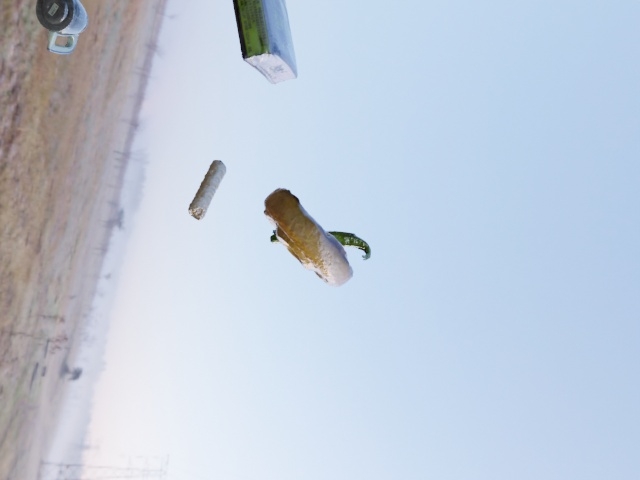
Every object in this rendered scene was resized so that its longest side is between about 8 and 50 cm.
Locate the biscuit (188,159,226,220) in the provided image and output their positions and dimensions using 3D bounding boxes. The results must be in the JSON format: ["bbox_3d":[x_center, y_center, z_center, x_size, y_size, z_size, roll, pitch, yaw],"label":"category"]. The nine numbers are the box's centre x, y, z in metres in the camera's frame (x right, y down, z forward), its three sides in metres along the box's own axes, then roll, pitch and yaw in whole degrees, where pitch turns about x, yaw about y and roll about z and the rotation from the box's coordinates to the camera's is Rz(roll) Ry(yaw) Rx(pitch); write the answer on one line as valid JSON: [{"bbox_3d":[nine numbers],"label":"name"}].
[{"bbox_3d":[-0.342,-0.160,1.629,0.055,0.061,0.219,-12,-136,35],"label":"biscuit"}]

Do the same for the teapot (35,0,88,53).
[{"bbox_3d":[-0.652,-0.565,1.375,0.108,0.111,0.149,-28,108,-77],"label":"teapot"}]

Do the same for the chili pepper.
[{"bbox_3d":[0.001,0.000,1.819,0.085,0.359,0.076,-53,146,-55],"label":"chili pepper"}]

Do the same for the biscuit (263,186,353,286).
[{"bbox_3d":[-0.036,-0.001,1.317,0.102,0.296,0.296,-41,-153,-3],"label":"biscuit"}]

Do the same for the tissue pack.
[{"bbox_3d":[-0.190,-0.755,1.767,0.288,0.124,0.394,-4,83,-74],"label":"tissue pack"}]
